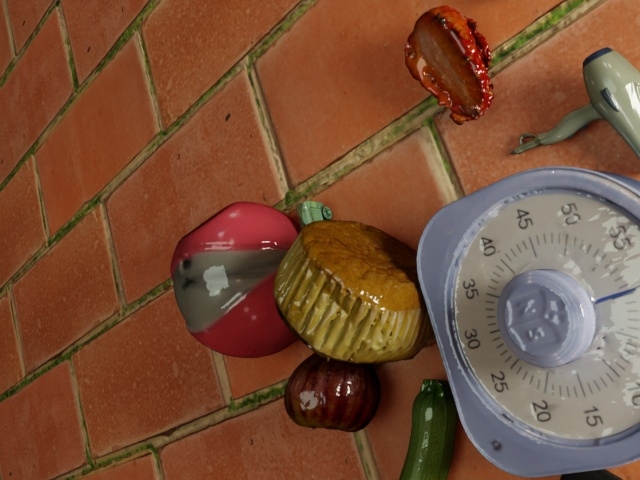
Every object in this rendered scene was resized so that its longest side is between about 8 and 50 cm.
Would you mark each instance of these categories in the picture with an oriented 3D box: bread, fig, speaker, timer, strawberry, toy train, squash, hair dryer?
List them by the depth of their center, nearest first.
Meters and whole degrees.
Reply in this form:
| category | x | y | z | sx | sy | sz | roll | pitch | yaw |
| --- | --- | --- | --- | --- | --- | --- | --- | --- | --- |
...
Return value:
| category | x | y | z | sx | sy | sz | roll | pitch | yaw |
| --- | --- | --- | --- | --- | --- | --- | --- | --- | --- |
| timer | 0.314 | 0.084 | 0.807 | 0.395 | 0.173 | 0.395 | -2 | 88 | 44 |
| hair dryer | 0.357 | -0.128 | 0.857 | 0.167 | 0.067 | 0.199 | 56 | 135 | 21 |
| strawberry | 0.204 | -0.262 | 0.986 | 0.188 | 0.082 | 0.121 | 62 | 147 | 12 |
| bread | 0.065 | 0.074 | 0.987 | 0.227 | 0.253 | 0.142 | 45 | 122 | 38 |
| squash | 0.167 | 0.320 | 1.012 | 0.077 | 0.068 | 0.219 | 14 | 98 | 47 |
| fig | 0.038 | 0.238 | 1.093 | 0.149 | 0.148 | 0.202 | 44 | 87 | -4 |
| toy train | 0.000 | 0.000 | 1.170 | 0.038 | 0.071 | 0.148 | -26 | 73 | 40 |
| speaker | -0.138 | 0.082 | 1.230 | 0.294 | 0.294 | 0.294 | 0 | 89 | 43 |

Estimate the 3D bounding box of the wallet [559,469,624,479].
| category | x | y | z | sx | sy | sz | roll | pitch | yaw |
| --- | --- | --- | --- | --- | --- | --- | --- | --- | --- |
| wallet | 0.367 | 0.372 | 0.784 | 0.250 | 0.044 | 0.149 | 26 | 98 | 63 |
